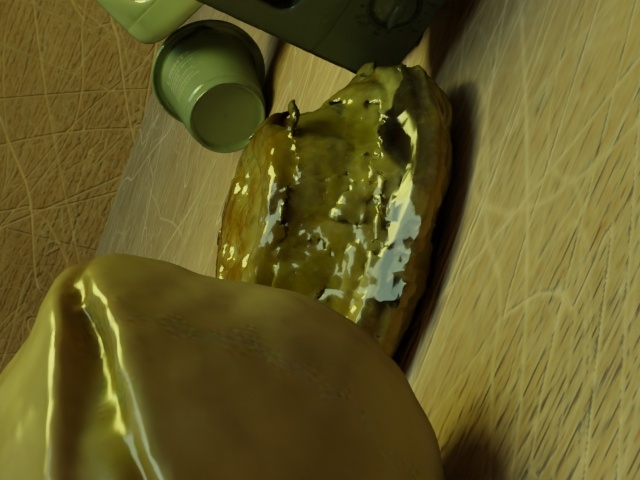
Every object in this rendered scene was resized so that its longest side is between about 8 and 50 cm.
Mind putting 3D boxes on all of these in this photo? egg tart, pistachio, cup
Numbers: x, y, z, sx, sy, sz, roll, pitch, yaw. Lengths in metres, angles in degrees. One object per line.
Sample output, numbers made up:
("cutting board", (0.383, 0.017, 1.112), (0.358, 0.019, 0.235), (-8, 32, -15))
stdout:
("egg tart", (0.000, 0.000, 1.076), (0.241, 0.106, 0.241), (-164, 90, -75))
("pistachio", (-0.053, 0.140, 0.794), (0.321, 0.229, 0.238), (-104, -11, -48))
("cup", (-0.107, -0.154, 1.852), (0.141, 0.120, 0.120), (-117, 45, -63))

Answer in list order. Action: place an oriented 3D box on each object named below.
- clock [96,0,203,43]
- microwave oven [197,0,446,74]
("clock", (-0.081, -0.358, 1.835), (0.324, 0.108, 0.265), (-41, 11, 33))
("microwave oven", (-0.058, -0.258, 1.129), (0.181, 0.295, 0.237), (-54, 28, 29))
